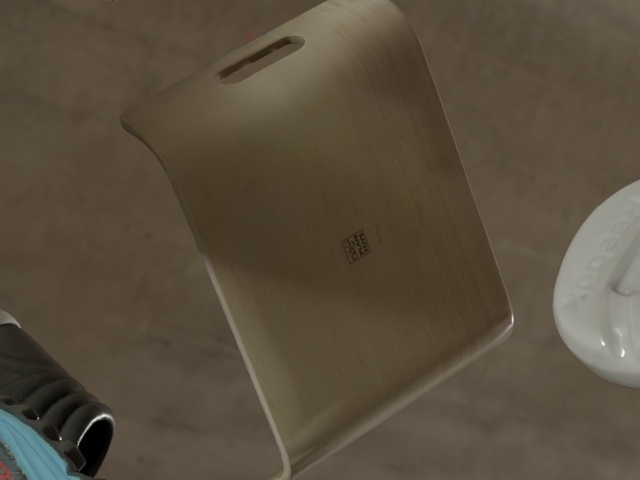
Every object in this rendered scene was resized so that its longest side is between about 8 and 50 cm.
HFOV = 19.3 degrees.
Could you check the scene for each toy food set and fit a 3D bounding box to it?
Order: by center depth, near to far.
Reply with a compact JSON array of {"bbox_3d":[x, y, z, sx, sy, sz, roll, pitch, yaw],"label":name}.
[{"bbox_3d":[0.000,0.000,1.364,0.220,0.306,0.092,-31,21,-25],"label":"toy food set"}]

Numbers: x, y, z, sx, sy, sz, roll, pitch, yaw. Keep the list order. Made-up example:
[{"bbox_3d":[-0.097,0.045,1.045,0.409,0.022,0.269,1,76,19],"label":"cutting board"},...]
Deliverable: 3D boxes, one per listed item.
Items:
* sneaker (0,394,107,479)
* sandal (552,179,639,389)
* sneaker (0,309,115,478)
[{"bbox_3d":[-0.091,0.167,0.512,0.125,0.262,0.104,-13,-17,-24],"label":"sneaker"},{"bbox_3d":[0.308,0.012,0.859,0.416,0.169,0.102,-2,-39,38],"label":"sandal"},{"bbox_3d":[-0.252,0.161,1.244,0.147,0.104,0.296,29,42,20],"label":"sneaker"}]
